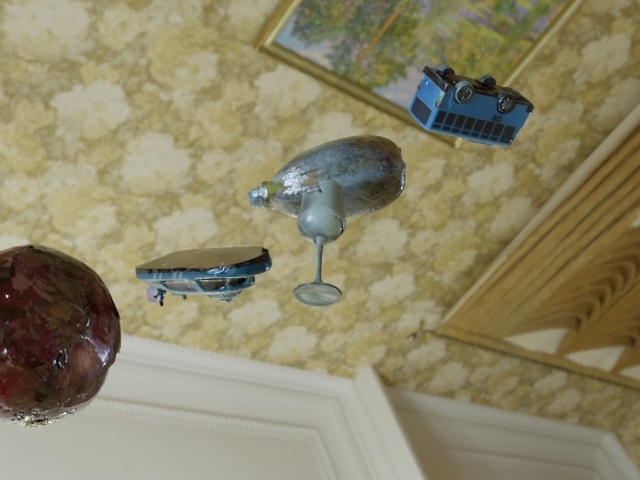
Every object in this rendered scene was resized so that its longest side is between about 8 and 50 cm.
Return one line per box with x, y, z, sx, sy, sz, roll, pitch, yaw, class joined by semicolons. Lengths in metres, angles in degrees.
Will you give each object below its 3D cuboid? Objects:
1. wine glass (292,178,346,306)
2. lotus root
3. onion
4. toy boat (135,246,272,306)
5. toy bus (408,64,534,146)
0.000;0.000;1.326;0.079;0.079;0.195;23;-127;-31;wine glass
0.011;-0.113;1.691;0.140;0.322;0.158;-105;2;-75;lotus root
-0.393;0.125;1.123;0.252;0.219;0.252;31;-126;-53;onion
-0.202;0.071;1.524;0.134;0.299;0.092;-18;-78;-44;toy boat
0.251;-0.220;1.417;0.185;0.106;0.090;8;-152;-26;toy bus
